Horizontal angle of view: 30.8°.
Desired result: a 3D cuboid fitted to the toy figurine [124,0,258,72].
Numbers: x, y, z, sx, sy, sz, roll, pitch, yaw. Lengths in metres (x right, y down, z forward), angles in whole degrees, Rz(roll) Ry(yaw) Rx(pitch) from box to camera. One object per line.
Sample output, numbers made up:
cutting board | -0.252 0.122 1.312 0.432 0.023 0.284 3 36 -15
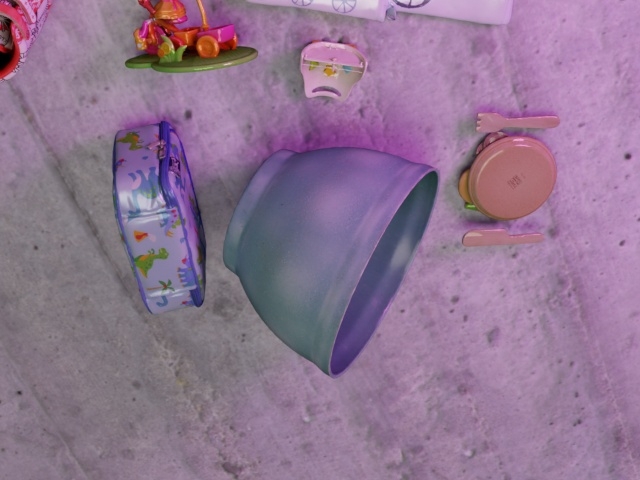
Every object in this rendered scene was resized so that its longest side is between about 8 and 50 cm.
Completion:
toy figurine | -0.167 -0.291 1.386 0.173 0.130 0.159 3 111 26

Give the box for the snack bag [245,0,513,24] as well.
snack bag | 0.097 -0.404 1.345 0.342 0.037 0.323 8 121 -6

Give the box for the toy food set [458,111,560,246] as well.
toy food set | 0.250 -0.086 1.553 0.132 0.038 0.192 -1 117 -9

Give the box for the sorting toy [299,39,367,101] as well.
sorting toy | 0.011 -0.208 1.465 0.083 0.045 0.075 7 129 -6

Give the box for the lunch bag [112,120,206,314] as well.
lunch bag | -0.204 -0.032 1.491 0.090 0.176 0.219 -11 124 0

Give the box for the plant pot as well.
plant pot | 0.000 0.000 1.479 0.196 0.293 0.293 27 122 14

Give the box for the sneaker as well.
sneaker | -0.337 -0.305 1.331 0.090 0.145 0.270 23 119 -15
